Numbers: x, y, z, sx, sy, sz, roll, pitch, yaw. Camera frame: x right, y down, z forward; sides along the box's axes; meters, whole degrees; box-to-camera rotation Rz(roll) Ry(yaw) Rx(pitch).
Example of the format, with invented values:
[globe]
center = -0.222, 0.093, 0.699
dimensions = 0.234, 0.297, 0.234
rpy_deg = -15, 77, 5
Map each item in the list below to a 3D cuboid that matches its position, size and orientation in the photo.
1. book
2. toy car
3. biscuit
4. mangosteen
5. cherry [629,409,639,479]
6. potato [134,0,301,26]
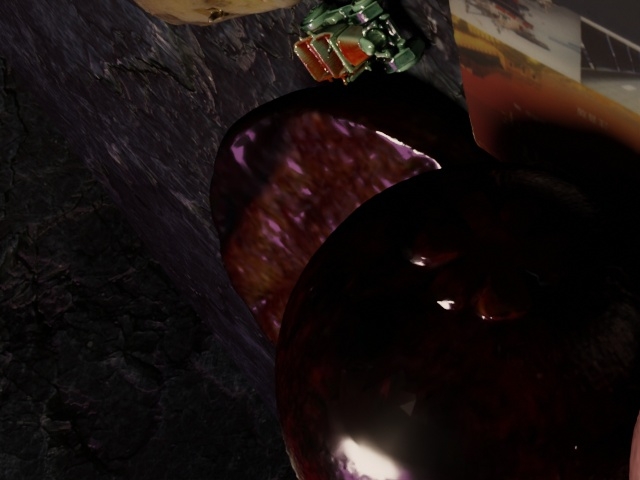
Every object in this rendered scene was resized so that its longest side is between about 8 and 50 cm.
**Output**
[book]
center = 0.185, -0.112, 0.739
dimensions = 0.262, 0.028, 0.374
rpy_deg = 36, 162, 30
[toy car]
center = 0.029, -0.169, 0.980
dimensions = 0.073, 0.054, 0.143
rpy_deg = 53, 164, -18
[biscuit]
center = 0.069, 0.026, 1.121
dimensions = 0.407, 0.091, 0.407
rpy_deg = 27, 140, 25
[mangosteen]
center = 0.116, 0.112, 0.842
dimensions = 0.307, 0.307, 0.347
rpy_deg = 39, 150, 28
[cherry]
center = 0.288, 0.113, 0.627
dimensions = 0.285, 0.236, 0.213
rpy_deg = 19, -137, -40
[potato]
center = -0.090, -0.252, 0.911
dimensions = 0.262, 0.165, 0.165
rpy_deg = 18, 148, 56
